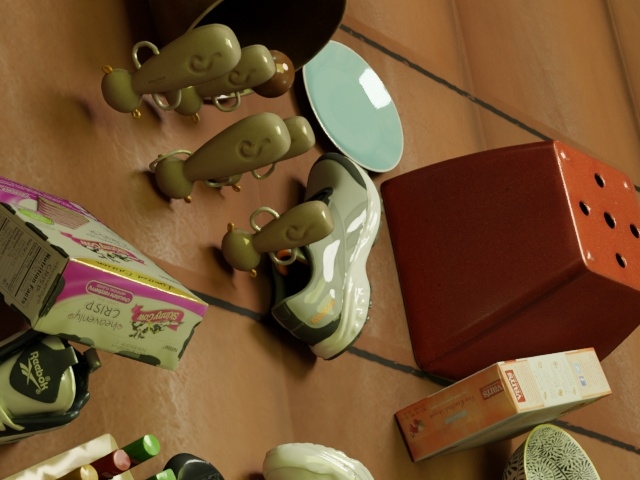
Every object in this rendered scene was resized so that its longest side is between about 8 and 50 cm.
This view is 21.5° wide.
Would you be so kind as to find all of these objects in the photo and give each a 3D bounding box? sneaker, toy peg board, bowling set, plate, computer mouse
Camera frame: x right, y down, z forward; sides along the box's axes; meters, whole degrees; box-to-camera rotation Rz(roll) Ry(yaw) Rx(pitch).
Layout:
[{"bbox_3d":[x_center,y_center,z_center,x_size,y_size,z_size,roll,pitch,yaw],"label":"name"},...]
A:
[{"bbox_3d":[0.022,0.302,1.702,0.232,0.090,0.115,47,39,-18],"label":"sneaker"},{"bbox_3d":[-0.183,0.253,1.473,0.161,0.079,0.161,-19,80,-57],"label":"toy peg board"},{"bbox_3d":[-0.275,0.125,1.379,0.235,0.153,0.094,1,64,-53],"label":"sneaker"},{"bbox_3d":[-0.099,-0.118,1.830,0.287,0.154,0.200,63,17,-18],"label":"bowling set"},{"bbox_3d":[0.036,-0.166,2.132,0.188,0.024,0.188,32,43,-35],"label":"plate"},{"bbox_3d":[-0.097,0.316,1.584,0.071,0.041,0.242,-13,83,-47],"label":"computer mouse"},{"bbox_3d":[0.000,0.000,1.894,0.108,0.100,0.271,32,42,-29],"label":"sneaker"}]

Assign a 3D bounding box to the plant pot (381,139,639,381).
[{"bbox_3d":[0.269,0.023,2.106,0.267,0.236,0.267,21,50,-45],"label":"plant pot"}]

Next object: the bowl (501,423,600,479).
[{"bbox_3d":[0.267,0.314,2.022,0.170,0.080,0.170,33,41,-35],"label":"bowl"}]

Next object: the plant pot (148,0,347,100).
[{"bbox_3d":[-0.116,-0.315,1.905,0.215,0.215,0.230,5,48,-51],"label":"plant pot"}]

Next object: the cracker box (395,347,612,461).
[{"bbox_3d":[0.218,0.191,1.982,0.232,0.156,0.067,-3,68,-54],"label":"cracker box"}]

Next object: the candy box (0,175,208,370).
[{"bbox_3d":[-0.228,0.019,1.478,0.159,0.071,0.233,22,9,-44],"label":"candy box"}]
